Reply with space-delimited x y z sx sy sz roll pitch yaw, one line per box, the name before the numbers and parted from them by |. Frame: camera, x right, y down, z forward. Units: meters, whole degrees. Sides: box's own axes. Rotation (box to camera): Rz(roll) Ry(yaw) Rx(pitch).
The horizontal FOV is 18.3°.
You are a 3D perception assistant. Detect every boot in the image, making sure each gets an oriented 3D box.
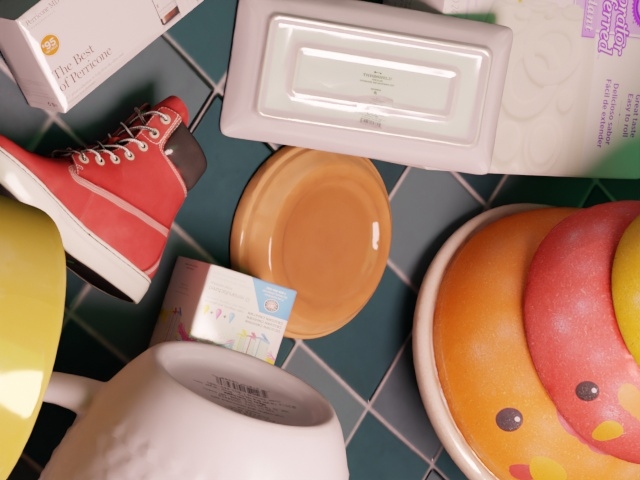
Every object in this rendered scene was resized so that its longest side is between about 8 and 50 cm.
boot | -0.198 -0.075 1.703 0.244 0.088 0.176 41 72 -48

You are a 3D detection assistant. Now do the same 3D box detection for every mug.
mug | -0.164 0.248 1.670 0.374 0.276 0.328 21 103 0

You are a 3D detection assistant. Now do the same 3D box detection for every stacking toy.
stacking toy | 0.341 0.066 1.905 0.350 0.480 0.351 12 66 -27

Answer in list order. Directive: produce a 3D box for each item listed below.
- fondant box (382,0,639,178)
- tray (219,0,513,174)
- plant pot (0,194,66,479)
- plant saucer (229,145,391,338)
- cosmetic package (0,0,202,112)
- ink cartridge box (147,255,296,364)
fondant box | 0.205 -0.190 2.029 0.330 0.096 0.238 0 99 -43
tray | 0.048 -0.149 1.861 0.270 0.030 0.145 8 97 -15
plant pot | -0.352 0.064 1.501 0.239 0.254 0.254 17 88 -27
plant saucer | 0.000 0.000 1.927 0.200 0.037 0.200 -12 107 -40
cosmetic package | -0.170 -0.219 1.709 0.239 0.060 0.099 -44 124 -26
ink cartridge box | -0.097 0.097 1.812 0.092 0.090 0.143 18 87 -25
